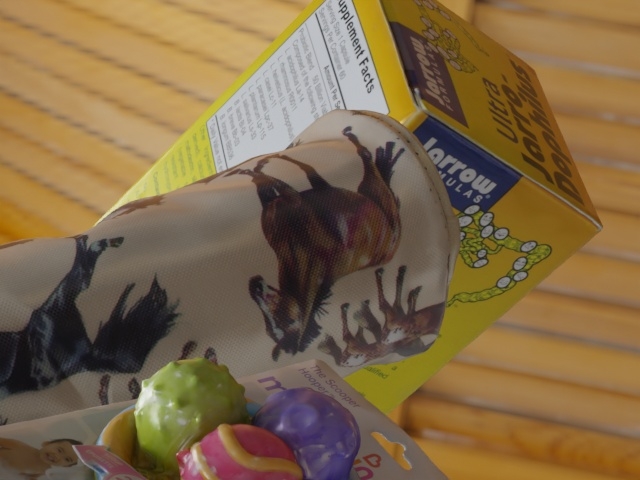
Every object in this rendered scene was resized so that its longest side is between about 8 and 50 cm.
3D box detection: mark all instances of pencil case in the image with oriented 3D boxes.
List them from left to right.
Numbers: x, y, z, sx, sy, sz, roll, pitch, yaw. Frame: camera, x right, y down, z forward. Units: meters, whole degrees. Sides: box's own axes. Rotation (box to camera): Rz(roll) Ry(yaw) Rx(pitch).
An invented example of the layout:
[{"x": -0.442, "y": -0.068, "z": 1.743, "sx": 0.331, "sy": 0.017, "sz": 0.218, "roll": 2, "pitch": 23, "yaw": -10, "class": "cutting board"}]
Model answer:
[{"x": -0.127, "y": 0.052, "z": 1.086, "sx": 0.410, "sy": 0.160, "sz": 0.183, "roll": -20, "pitch": -175, "yaw": -19, "class": "pencil case"}]

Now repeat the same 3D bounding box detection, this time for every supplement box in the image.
[{"x": 0.000, "y": 0.000, "z": 1.392, "sx": 0.195, "sy": 0.356, "sz": 0.194, "roll": 29, "pitch": -150, "yaw": -34, "class": "supplement box"}]

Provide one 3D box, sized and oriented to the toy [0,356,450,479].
[{"x": -0.046, "y": 0.087, "z": 0.712, "sx": 0.237, "sy": 0.056, "sz": 0.137, "roll": -12, "pitch": -140, "yaw": -37, "class": "toy"}]
